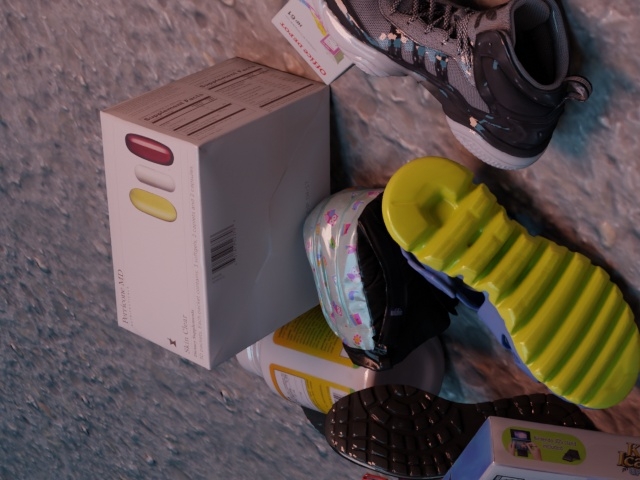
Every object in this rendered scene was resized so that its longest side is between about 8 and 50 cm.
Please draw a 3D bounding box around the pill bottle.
[{"bbox_3d":[0.015,0.138,1.730,0.246,0.136,0.136,13,136,44],"label":"pill bottle"}]

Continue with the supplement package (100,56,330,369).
[{"bbox_3d":[-0.107,-0.034,1.555,0.145,0.204,0.261,21,125,36],"label":"supplement package"}]

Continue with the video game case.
[{"bbox_3d":[0.246,0.289,1.537,0.244,0.061,0.269,10,142,-12],"label":"video game case"}]

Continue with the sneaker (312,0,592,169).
[{"bbox_3d":[0.119,-0.187,1.267,0.268,0.101,0.153,40,149,-1],"label":"sneaker"}]

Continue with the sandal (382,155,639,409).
[{"bbox_3d":[0.189,0.042,1.444,0.317,0.126,0.138,46,173,0],"label":"sandal"}]

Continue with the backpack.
[{"bbox_3d":[0.058,0.032,1.552,0.115,0.152,0.182,-1,114,41],"label":"backpack"}]

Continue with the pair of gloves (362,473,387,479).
[{"bbox_3d":[0.131,0.395,1.998,0.198,0.023,0.159,7,131,46],"label":"pair of gloves"}]

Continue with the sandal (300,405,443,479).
[{"bbox_3d":[0.139,0.295,1.786,0.446,0.107,0.167,20,141,35],"label":"sandal"}]

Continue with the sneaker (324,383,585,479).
[{"bbox_3d":[0.142,0.235,1.605,0.283,0.107,0.124,5,150,-5],"label":"sneaker"}]

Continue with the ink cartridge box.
[{"bbox_3d":[0.019,-0.216,1.398,0.088,0.052,0.122,49,151,-4],"label":"ink cartridge box"}]
